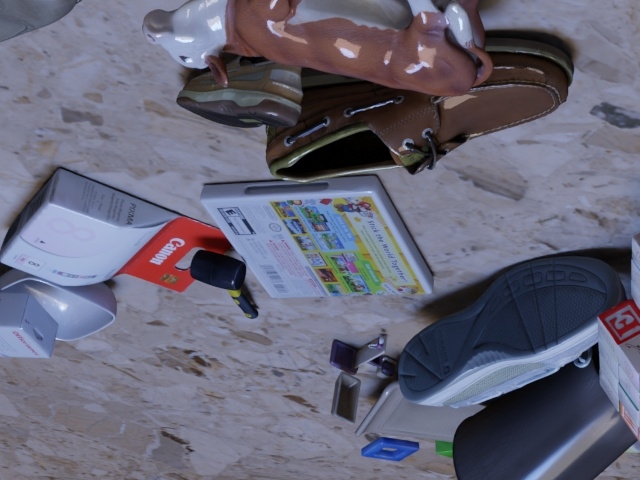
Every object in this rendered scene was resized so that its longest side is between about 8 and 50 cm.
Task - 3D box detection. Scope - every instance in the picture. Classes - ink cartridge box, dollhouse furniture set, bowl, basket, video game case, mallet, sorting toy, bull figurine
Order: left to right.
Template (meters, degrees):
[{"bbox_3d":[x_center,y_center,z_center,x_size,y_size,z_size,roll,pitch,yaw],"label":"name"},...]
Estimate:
[{"bbox_3d":[-0.401,0.106,2.012,0.122,0.052,0.088,1,151,20],"label":"ink cartridge box"},{"bbox_3d":[-0.336,0.068,2.033,0.142,0.053,0.142,29,145,-30],"label":"bowl"},{"bbox_3d":[-0.239,0.011,1.901,0.232,0.066,0.189,25,148,-18],"label":"ink cartridge box"},{"bbox_3d":[-0.114,0.057,1.950,0.062,0.039,0.189,18,164,10],"label":"mallet"},{"bbox_3d":[0.000,0.000,1.834,0.206,0.026,0.227,-2,148,21],"label":"video game case"},{"bbox_3d":[0.001,-0.203,1.391,0.310,0.101,0.188,9,149,3],"label":"bull figurine"},{"bbox_3d":[0.067,0.178,2.043,0.091,0.114,0.081,27,142,-24],"label":"dollhouse furniture set"},{"bbox_3d":[0.158,0.219,2.146,0.196,0.047,0.347,4,154,-12],"label":"sorting toy"},{"bbox_3d":[0.294,0.228,1.970,0.154,0.204,0.227,40,120,-11],"label":"basket"}]

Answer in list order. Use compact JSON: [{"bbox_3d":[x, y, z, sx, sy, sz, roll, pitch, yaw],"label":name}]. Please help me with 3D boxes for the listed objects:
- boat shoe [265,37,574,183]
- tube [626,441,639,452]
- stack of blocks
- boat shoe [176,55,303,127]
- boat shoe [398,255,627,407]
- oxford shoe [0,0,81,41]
[{"bbox_3d":[0.091,-0.110,1.525,0.307,0.104,0.111,-8,146,29],"label":"boat shoe"},{"bbox_3d":[0.331,0.252,2.120,0.070,0.062,0.240,46,148,-24],"label":"tube"},{"bbox_3d":[0.389,0.084,1.714,0.171,0.087,0.297,-27,148,-6],"label":"stack of blocks"},{"bbox_3d":[-0.071,-0.149,1.548,0.068,0.072,0.190,19,174,-37],"label":"boat shoe"},{"bbox_3d":[0.230,0.114,1.861,0.103,0.118,0.320,21,140,-38],"label":"boat shoe"},{"bbox_3d":[-0.364,-0.188,1.501,0.348,0.130,0.123,-10,146,32],"label":"oxford shoe"}]
